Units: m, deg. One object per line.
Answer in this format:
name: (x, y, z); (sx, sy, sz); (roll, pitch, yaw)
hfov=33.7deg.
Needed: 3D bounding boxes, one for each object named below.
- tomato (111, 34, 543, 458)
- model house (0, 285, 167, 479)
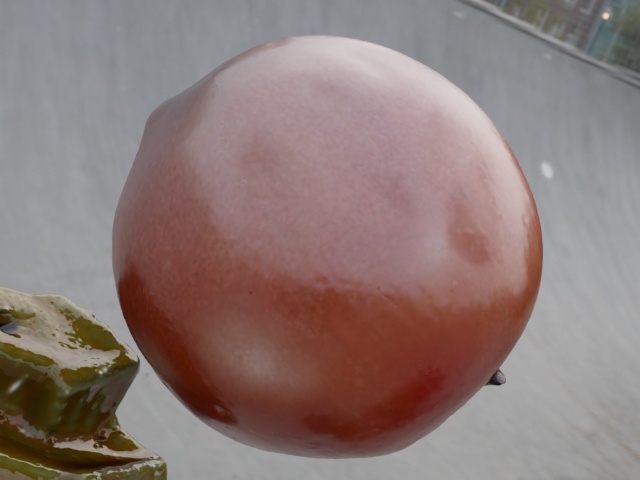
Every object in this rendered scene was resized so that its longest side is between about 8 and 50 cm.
tomato: (0.000, 0.000, 0.798); (0.322, 0.321, 0.321); (22, 11, -4)
model house: (-0.220, 0.173, 0.824); (0.239, 0.267, 0.173); (23, -14, -32)
